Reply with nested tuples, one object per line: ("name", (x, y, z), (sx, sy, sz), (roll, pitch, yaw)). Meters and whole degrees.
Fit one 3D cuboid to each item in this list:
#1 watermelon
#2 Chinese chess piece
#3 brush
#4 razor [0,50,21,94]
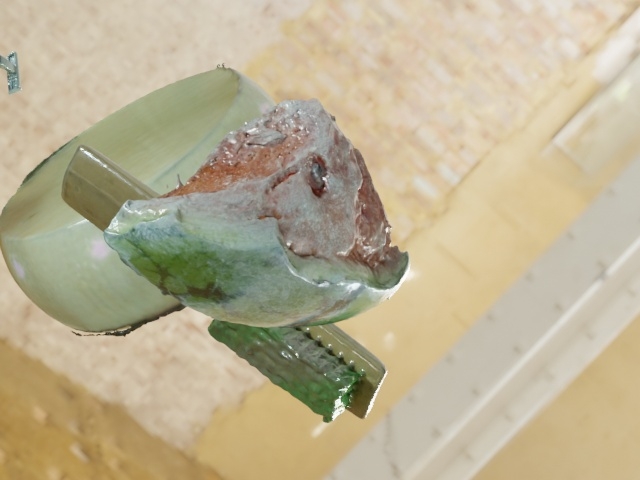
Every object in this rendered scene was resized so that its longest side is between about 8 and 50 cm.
("watermelon", (-0.023, -0.021, 0.856), (0.187, 0.139, 0.071), (15, 167, -30))
("Chinese chess piece", (-0.187, -0.045, 1.641), (0.146, 0.349, 0.349), (59, -179, -23))
("brush", (-0.078, 0.031, 1.022), (0.282, 0.054, 0.048), (36, -144, 18))
("razor", (-0.473, -0.235, 1.876), (0.191, 0.037, 0.068), (9, -134, -27))
